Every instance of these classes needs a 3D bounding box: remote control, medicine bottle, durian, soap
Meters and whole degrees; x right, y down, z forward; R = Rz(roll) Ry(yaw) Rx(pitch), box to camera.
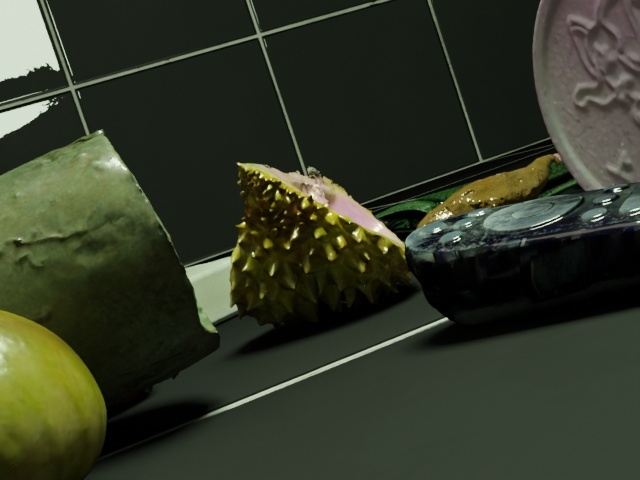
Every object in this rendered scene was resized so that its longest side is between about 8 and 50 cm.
[{"bbox_3d":[0.171,0.002,0.580,0.266,0.066,0.090,-11,20,35],"label":"remote control"},{"bbox_3d":[0.334,-0.147,0.745,0.325,0.212,0.212,-21,4,-26],"label":"medicine bottle"},{"bbox_3d":[0.001,-0.001,0.868,0.165,0.132,0.182,-8,-10,-11],"label":"durian"},{"bbox_3d":[-0.162,0.071,1.122,0.121,0.064,0.183,-15,5,35],"label":"soap"}]

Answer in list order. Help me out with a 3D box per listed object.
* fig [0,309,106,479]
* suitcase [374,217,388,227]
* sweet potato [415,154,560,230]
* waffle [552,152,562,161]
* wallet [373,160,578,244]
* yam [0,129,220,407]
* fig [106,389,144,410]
[{"bbox_3d":[-0.180,0.091,0.514,0.136,0.121,0.153,-23,-22,26],"label":"fig"},{"bbox_3d":[0.031,0.016,1.036,0.086,0.059,0.126,-18,1,0],"label":"suitcase"},{"bbox_3d":[0.172,-0.037,1.071,0.206,0.060,0.068,-30,-4,-33],"label":"sweet potato"},{"bbox_3d":[0.390,-0.122,1.315,0.234,0.055,0.221,-18,4,-5],"label":"waffle"},{"bbox_3d":[0.167,-0.039,1.210,0.236,0.055,0.160,-17,5,-31],"label":"wallet"},{"bbox_3d":[-0.205,0.052,0.652,0.268,0.161,0.161,-25,3,0],"label":"yam"},{"bbox_3d":[-0.180,0.069,0.790,0.128,0.150,0.128,13,-17,4],"label":"fig"}]
